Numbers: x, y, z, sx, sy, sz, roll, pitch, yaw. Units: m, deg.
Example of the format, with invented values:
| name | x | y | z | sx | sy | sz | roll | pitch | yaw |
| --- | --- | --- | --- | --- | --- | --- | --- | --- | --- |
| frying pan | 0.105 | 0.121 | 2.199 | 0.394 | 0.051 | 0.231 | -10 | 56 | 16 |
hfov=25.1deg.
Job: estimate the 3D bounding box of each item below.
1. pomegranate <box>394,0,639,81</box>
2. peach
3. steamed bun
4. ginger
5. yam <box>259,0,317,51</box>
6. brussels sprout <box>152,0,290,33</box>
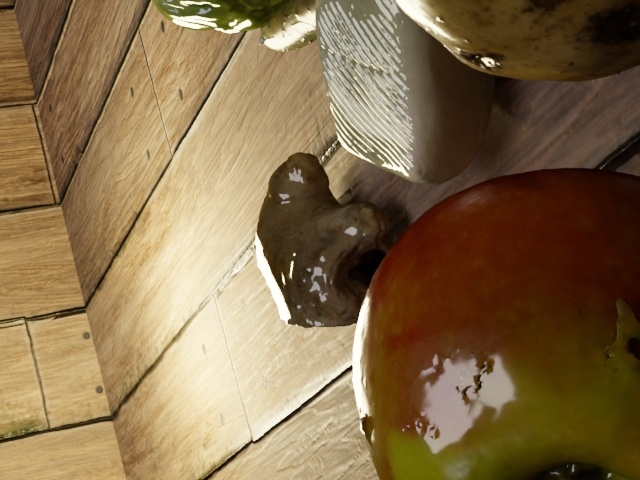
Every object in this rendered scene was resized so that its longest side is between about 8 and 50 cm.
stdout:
| name | x | y | z | sx | sy | sz | roll | pitch | yaw |
| --- | --- | --- | --- | --- | --- | --- | --- | --- | --- |
| pomegranate | 0.172 | -0.252 | 1.076 | 0.281 | 0.281 | 0.281 | 170 | 90 | -67 |
| peach | 0.194 | 0.100 | 1.098 | 0.370 | 0.370 | 0.370 | 170 | 90 | -67 |
| steamed bun | 0.098 | -0.184 | 1.430 | 0.170 | 0.152 | 0.239 | 31 | 142 | 46 |
| ginger | 0.000 | 0.000 | 1.749 | 0.275 | 0.130 | 0.221 | -15 | 76 | 62 |
| yam | 0.023 | -0.282 | 1.645 | 0.371 | 0.083 | 0.083 | -10 | 90 | 65 |
| brussels sprout | -0.104 | -0.383 | 1.631 | 0.328 | 0.247 | 0.328 | -55 | 18 | 28 |
